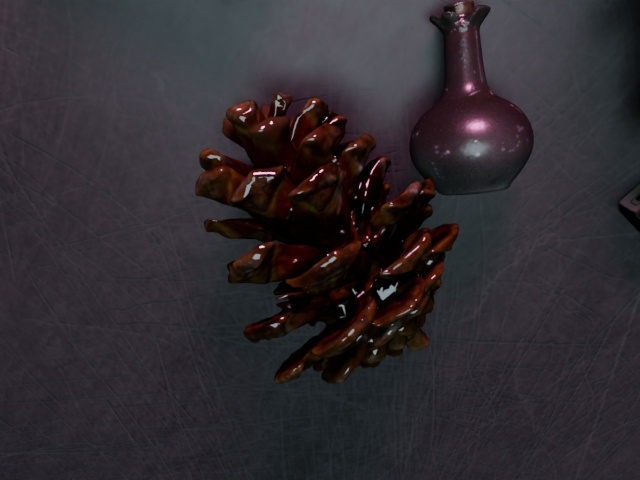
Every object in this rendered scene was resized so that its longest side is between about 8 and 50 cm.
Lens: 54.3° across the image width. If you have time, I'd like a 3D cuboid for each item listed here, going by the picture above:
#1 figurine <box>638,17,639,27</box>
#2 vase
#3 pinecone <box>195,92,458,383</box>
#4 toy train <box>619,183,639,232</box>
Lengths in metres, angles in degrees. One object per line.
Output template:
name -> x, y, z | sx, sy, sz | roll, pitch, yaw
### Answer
figurine -> 0.357, -0.262, 0.511 | 0.248, 0.203, 0.380 | -3, 125, 11
vase -> 0.144, -0.138, 0.612 | 0.120, 0.120, 0.183 | -6, 100, 5
pinecone -> 0.000, 0.000, 0.608 | 0.244, 0.244, 0.309 | -40, 91, 17
toy train -> 0.439, 0.030, 0.701 | 0.252, 0.055, 0.048 | 40, 100, -14
